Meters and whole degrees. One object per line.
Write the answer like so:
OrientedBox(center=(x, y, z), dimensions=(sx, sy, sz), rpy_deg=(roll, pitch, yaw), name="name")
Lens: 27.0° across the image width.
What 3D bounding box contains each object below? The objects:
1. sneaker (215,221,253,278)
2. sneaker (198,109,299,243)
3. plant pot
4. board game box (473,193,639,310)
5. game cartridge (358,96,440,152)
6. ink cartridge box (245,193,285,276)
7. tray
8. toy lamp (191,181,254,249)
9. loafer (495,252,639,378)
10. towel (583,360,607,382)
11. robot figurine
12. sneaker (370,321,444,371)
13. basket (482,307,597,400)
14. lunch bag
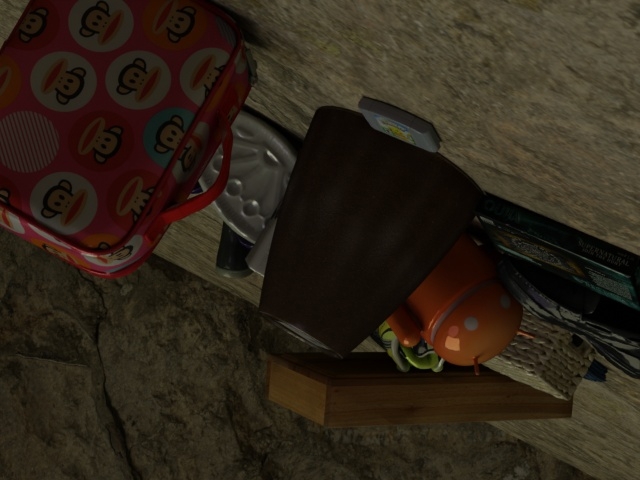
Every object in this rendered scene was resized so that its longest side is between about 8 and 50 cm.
OrientedBox(center=(-0.127, -0.019, 2.381), dimensions=(0.083, 0.118, 0.222), rpy_deg=(10, -162, 5), name="sneaker")
OrientedBox(center=(-0.058, -0.053, 1.772), dimensions=(0.323, 0.130, 0.236), rpy_deg=(44, 180, -13), name="sneaker")
OrientedBox(center=(0.034, 0.007, 1.474), dimensions=(0.215, 0.230, 0.215), rpy_deg=(28, 171, 5), name="plant pot")
OrientedBox(center=(0.264, 0.013, 1.450), dimensions=(0.186, 0.026, 0.126), rpy_deg=(25, 170, 25), name="board game box")
OrientedBox(center=(0.078, -0.117, 1.340), dimensions=(0.083, 0.017, 0.056), rpy_deg=(25, 166, 26), name="game cartridge")
OrientedBox(center=(0.000, -0.022, 1.630), dimensions=(0.104, 0.181, 0.061), rpy_deg=(31, -176, -11), name="ink cartridge box")
OrientedBox(center=(0.148, 0.213, 1.967), dimensions=(0.411, 0.076, 0.203), rpy_deg=(1, -175, -27), name="tray")
OrientedBox(center=(-0.140, -0.053, 2.187), dimensions=(0.080, 0.080, 0.274), rpy_deg=(23, 167, 36), name="toy lamp")
OrientedBox(center=(0.307, 0.071, 1.534), dimensions=(0.223, 0.076, 0.078), rpy_deg=(34, 136, 10), name="loafer")
OrientedBox(center=(0.382, 0.188, 2.047), dimensions=(0.067, 0.029, 0.119), rpy_deg=(34, 170, -26), name="towel")
OrientedBox(center=(0.159, 0.060, 1.613), dimensions=(0.158, 0.128, 0.219), rpy_deg=(2, -138, -51), name="robot figurine")
OrientedBox(center=(0.119, 0.120, 1.889), dimensions=(0.145, 0.147, 0.385), rpy_deg=(-3, 166, 0), name="sneaker")
OrientedBox(center=(0.284, 0.137, 1.831), dimensions=(0.167, 0.103, 0.113), rpy_deg=(19, 168, 44), name="basket")
OrientedBox(center=(-0.201, -0.119, 1.317), dimensions=(0.258, 0.293, 0.120), rpy_deg=(28, 166, 11), name="lunch bag")
